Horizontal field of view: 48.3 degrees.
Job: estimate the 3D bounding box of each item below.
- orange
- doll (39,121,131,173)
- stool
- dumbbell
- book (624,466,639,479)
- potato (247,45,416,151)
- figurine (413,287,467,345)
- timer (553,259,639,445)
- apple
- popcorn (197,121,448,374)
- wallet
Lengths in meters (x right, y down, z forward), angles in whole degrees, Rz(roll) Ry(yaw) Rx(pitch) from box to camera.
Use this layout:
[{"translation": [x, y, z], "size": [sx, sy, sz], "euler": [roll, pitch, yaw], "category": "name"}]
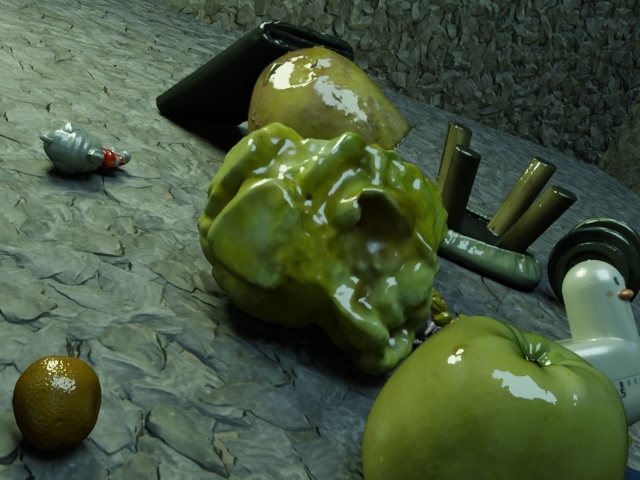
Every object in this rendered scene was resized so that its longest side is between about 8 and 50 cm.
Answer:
[{"translation": [-0.233, 0.143, 0.635], "size": [0.085, 0.085, 0.085], "euler": [21, 22, -9], "category": "orange"}, {"translation": [-0.372, -0.140, 1.131], "size": [0.094, 0.079, 0.180], "euler": [18, 5, 24], "category": "doll"}, {"translation": [0.371, -0.083, 1.561], "size": [0.310, 0.226, 0.310], "euler": [23, 24, -3], "category": "stool"}, {"translation": [0.597, 0.053, 1.532], "size": [0.192, 0.192, 0.290], "euler": [34, 24, 21], "category": "dumbbell"}, {"translation": [0.429, 0.377, 0.859], "size": [0.191, 0.025, 0.269], "euler": [22, 22, -4], "category": "book"}, {"translation": [-0.024, -0.205, 1.245], "size": [0.237, 0.301, 0.289], "euler": [54, 26, -12], "category": "potato"}, {"translation": [0.154, 0.103, 1.089], "size": [0.115, 0.095, 0.156], "euler": [-15, 47, -41], "category": "figurine"}, {"translation": [0.300, 0.159, 0.916], "size": [0.233, 0.233, 0.240], "euler": [-1, 77, -47], "category": "timer"}, {"translation": [0.170, 0.204, 0.713], "size": [0.262, 0.262, 0.262], "euler": [21, 22, -9], "category": "apple"}, {"translation": [0.000, 0.001, 0.985], "size": [0.334, 0.292, 0.293], "euler": [19, -4, 4], "category": "popcorn"}, {"translation": [-0.144, -0.328, 1.462], "size": [0.228, 0.062, 0.406], "euler": [0, -10, -41], "category": "wallet"}]
